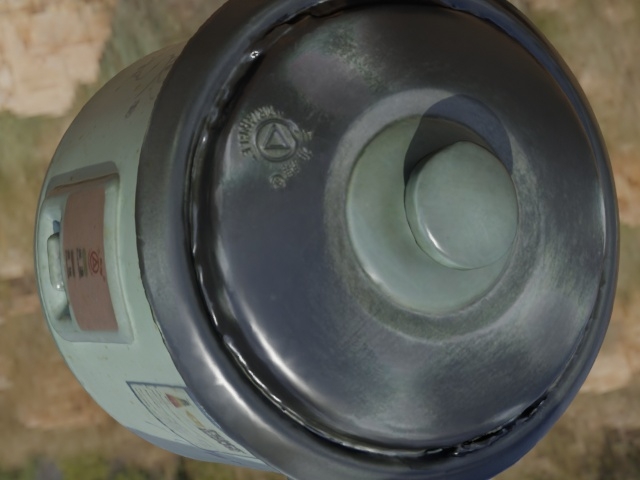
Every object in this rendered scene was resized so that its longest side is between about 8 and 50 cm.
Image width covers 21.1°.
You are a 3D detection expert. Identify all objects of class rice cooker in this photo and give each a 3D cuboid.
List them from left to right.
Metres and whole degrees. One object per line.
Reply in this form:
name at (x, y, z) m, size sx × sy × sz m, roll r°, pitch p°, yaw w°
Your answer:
rice cooker at (0.000, 0.000, 0.887) m, size 0.264 × 0.316 × 0.316 m, roll -1°, pitch 159°, yaw -28°
